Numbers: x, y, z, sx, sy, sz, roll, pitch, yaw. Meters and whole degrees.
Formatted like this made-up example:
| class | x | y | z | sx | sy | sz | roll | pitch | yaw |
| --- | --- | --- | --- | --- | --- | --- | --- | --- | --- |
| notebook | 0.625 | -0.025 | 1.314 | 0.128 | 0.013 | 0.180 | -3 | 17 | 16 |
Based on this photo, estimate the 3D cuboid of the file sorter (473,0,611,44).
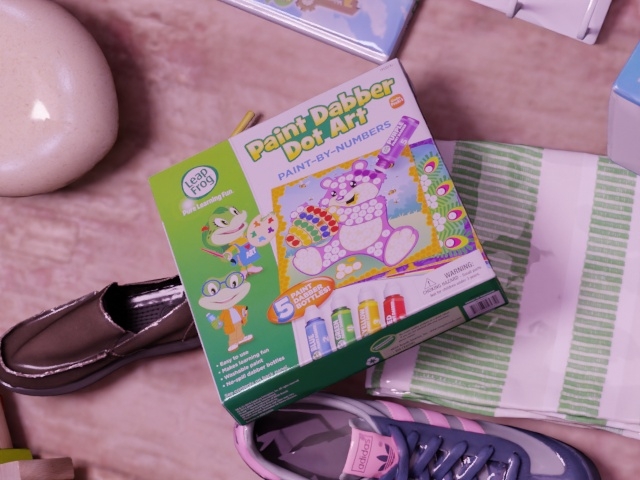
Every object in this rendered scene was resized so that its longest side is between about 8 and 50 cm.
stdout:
| class | x | y | z | sx | sy | sz | roll | pitch | yaw |
| --- | --- | --- | --- | --- | --- | --- | --- | --- | --- |
| file sorter | 0.134 | -0.298 | 1.492 | 0.277 | 0.173 | 0.193 | 21 | 103 | 6 |

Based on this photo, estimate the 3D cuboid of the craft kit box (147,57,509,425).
| class | x | y | z | sx | sy | sz | roll | pitch | yaw |
| --- | --- | --- | --- | --- | --- | --- | --- | --- | --- |
| craft kit box | 0.001 | -0.003 | 1.501 | 0.250 | 0.061 | 0.247 | -26 | 53 | 6 |

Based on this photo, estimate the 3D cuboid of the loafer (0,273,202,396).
| class | x | y | z | sx | sy | sz | roll | pitch | yaw |
| --- | --- | --- | --- | --- | --- | --- | --- | --- | --- |
| loafer | -0.195 | 0.071 | 1.587 | 0.220 | 0.078 | 0.080 | -19 | 55 | 0 |

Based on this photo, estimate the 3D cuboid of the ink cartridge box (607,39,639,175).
| class | x | y | z | sx | sy | sz | roll | pitch | yaw |
| --- | --- | --- | --- | --- | --- | --- | --- | --- | --- |
| ink cartridge box | 0.383 | -0.161 | 1.429 | 0.198 | 0.197 | 0.270 | 29 | 82 | 14 |

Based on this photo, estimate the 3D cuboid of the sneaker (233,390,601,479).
| class | x | y | z | sx | sy | sz | roll | pitch | yaw |
| --- | --- | --- | --- | --- | --- | --- | --- | --- | --- |
| sneaker | 0.076 | 0.194 | 1.498 | 0.319 | 0.131 | 0.112 | 7 | 83 | 13 |

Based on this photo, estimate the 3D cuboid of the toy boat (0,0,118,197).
| class | x | y | z | sx | sy | sz | roll | pitch | yaw |
| --- | --- | --- | --- | --- | --- | --- | --- | --- | --- |
| toy boat | -0.266 | -0.197 | 1.635 | 0.267 | 0.148 | 0.318 | 28 | 97 | 20 |

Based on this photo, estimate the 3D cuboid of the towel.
| class | x | y | z | sx | sy | sz | roll | pitch | yaw |
| --- | --- | --- | --- | --- | --- | --- | --- | --- | --- |
| towel | 0.213 | 0.041 | 1.522 | 0.325 | 0.038 | 0.248 | 8 | 80 | 10 |

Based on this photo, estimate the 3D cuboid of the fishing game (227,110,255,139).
| class | x | y | z | sx | sy | sz | roll | pitch | yaw |
| --- | --- | --- | --- | --- | --- | --- | --- | --- | --- |
| fishing game | 0.000 | 0.000 | 1.588 | 0.264 | 0.041 | 0.189 | 41 | 92 | 12 |

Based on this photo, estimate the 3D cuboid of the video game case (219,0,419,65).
| class | x | y | z | sx | sy | sz | roll | pitch | yaw |
| --- | --- | --- | --- | --- | --- | --- | --- | --- | --- |
| video game case | 0.006 | -0.285 | 1.634 | 0.212 | 0.023 | 0.193 | 23 | 88 | 14 |

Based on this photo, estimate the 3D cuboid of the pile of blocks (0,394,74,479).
| class | x | y | z | sx | sy | sz | roll | pitch | yaw |
| --- | --- | --- | --- | --- | --- | --- | --- | --- | --- |
| pile of blocks | -0.260 | 0.261 | 1.583 | 0.149 | 0.112 | 0.362 | -48 | 67 | 15 |
